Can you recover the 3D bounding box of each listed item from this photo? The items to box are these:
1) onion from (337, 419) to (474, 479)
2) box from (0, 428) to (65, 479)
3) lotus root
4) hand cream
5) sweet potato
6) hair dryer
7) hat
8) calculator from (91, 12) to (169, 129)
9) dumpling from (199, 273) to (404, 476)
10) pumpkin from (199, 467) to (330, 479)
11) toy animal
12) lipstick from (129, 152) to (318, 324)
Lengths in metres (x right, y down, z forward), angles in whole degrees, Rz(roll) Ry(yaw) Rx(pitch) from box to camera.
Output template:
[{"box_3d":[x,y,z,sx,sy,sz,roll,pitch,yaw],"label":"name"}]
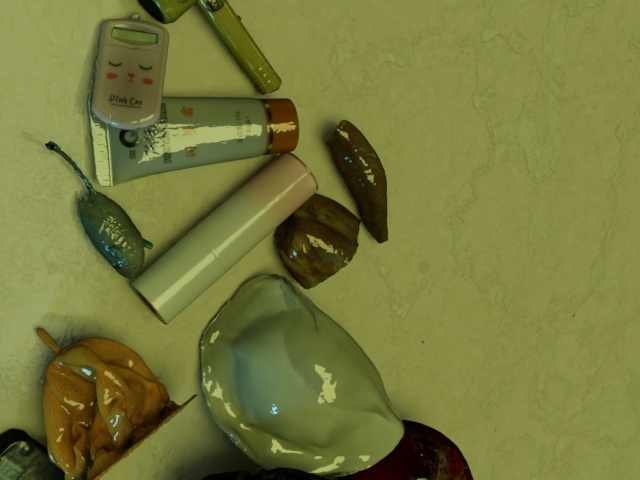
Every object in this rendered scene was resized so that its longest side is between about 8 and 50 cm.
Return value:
[{"box_3d":[0.142,0.454,1.687,0.276,0.276,0.276,-7,104,-28],"label":"onion"},{"box_3d":[-0.502,0.470,1.432,0.350,0.058,0.211,-49,118,-12],"label":"box"},{"box_3d":[-0.004,-0.002,1.596,0.135,0.095,0.159,34,77,-27],"label":"lotus root"},{"box_3d":[-0.193,-0.171,1.462,0.314,0.089,0.139,-10,98,-19],"label":"hand cream"},{"box_3d":[0.077,-0.104,1.634,0.077,0.077,0.243,-39,123,-17],"label":"sweet potato"},{"box_3d":[-0.155,-0.324,1.451,0.135,0.090,0.278,-47,125,-14],"label":"hair dryer"},{"box_3d":[-0.353,0.227,1.425,0.244,0.233,0.233,-40,88,9],"label":"hat"},{"box_3d":[-0.275,-0.245,1.391,0.100,0.032,0.175,6,83,-10],"label":"calculator"},{"box_3d":[-0.042,0.248,1.576,0.260,0.181,0.341,-40,116,-6],"label":"dumpling"},{"box_3d":[-0.085,0.475,1.523,0.320,0.320,0.192,23,54,-31],"label":"pumpkin"},{"box_3d":[-0.326,-0.051,1.403,0.070,0.079,0.253,-49,127,-37],"label":"toy animal"},{"box_3d":[-0.148,-0.007,1.512,0.327,0.087,0.087,-42,118,-15],"label":"lipstick"}]
